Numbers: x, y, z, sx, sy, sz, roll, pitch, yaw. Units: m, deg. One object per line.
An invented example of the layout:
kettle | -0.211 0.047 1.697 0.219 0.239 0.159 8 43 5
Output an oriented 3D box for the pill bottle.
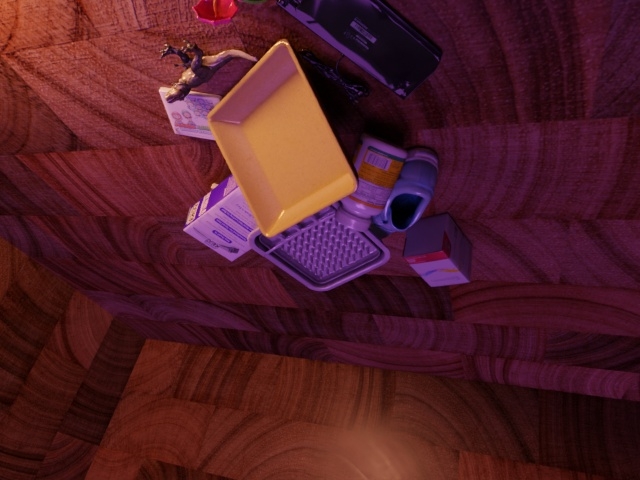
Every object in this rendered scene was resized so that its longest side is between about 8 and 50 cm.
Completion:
pill bottle | 0.110 -0.131 1.098 0.117 0.118 0.209 20 107 -7

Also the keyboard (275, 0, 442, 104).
keyboard | 0.059 -0.377 0.908 0.317 0.033 0.201 30 140 -21

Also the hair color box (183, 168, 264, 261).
hair color box | -0.203 -0.091 1.331 0.338 0.110 0.185 -32 128 29

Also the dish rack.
dish rack | 0.000 0.000 1.298 0.285 0.073 0.332 -29 131 27

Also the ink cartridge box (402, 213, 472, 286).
ink cartridge box | 0.336 0.033 1.345 0.127 0.128 0.176 -13 139 39

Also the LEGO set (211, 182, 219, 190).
LEGO set | -0.346 -0.088 1.496 0.093 0.087 0.227 17 148 -3

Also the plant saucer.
plant saucer | -0.078 -0.210 1.056 0.332 0.081 0.333 -25 92 46

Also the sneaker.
sneaker | 0.180 -0.076 1.220 0.135 0.150 0.366 18 149 -3

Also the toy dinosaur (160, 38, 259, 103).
toy dinosaur | -0.267 -0.379 1.020 0.268 0.064 0.118 -11 154 35

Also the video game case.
video game case | -0.308 -0.311 1.185 0.157 0.019 0.143 11 148 8

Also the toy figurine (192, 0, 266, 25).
toy figurine | -0.183 -0.456 0.830 0.159 0.130 0.173 -14 117 53
